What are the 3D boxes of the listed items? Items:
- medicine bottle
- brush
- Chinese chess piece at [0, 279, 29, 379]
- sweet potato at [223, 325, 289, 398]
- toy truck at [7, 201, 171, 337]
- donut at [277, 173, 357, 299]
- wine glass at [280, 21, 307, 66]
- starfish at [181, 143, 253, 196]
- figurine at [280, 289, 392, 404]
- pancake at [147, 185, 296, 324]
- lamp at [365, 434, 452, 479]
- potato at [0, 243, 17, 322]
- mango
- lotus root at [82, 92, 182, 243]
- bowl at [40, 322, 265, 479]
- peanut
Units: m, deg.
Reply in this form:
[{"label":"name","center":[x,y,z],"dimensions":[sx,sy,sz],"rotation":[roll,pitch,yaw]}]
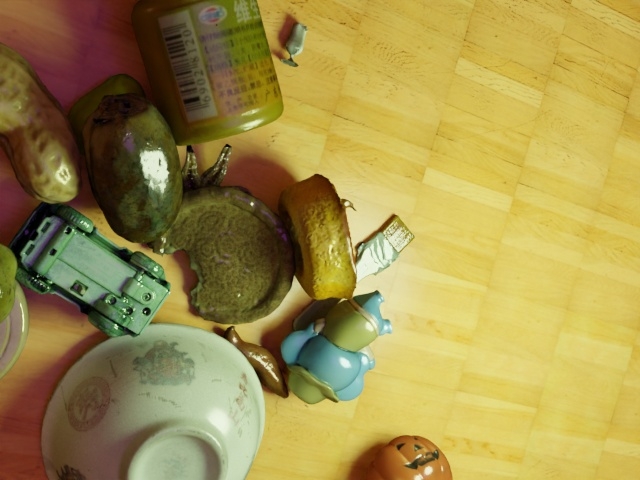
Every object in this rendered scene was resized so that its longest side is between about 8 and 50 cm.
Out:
[{"label":"medicine bottle","center":[-0.215,-0.376,1.515],"dimensions":[0.224,0.224,0.384],"rotation":[-22,106,-21]},{"label":"brush","center":[0.067,0.080,1.827],"dimensions":[0.336,0.020,0.085],"rotation":[-44,113,-14]},{"label":"Chinese chess piece","center":[-0.631,0.140,1.457],"dimensions":[0.273,0.102,0.273],"rotation":[-4,99,-25]},{"label":"sweet potato","center":[-0.125,0.245,1.743],"dimensions":[0.202,0.055,0.058],"rotation":[46,34,-20]},{"label":"toy truck","center":[-0.406,0.054,1.521],"dimensions":[0.279,0.156,0.155],"rotation":[37,81,-25]},{"label":"donut","center":[0.000,-0.002,1.667],"dimensions":[0.118,0.253,0.253],"rotation":[-18,105,-13]},{"label":"wine glass","center":[-0.051,-0.384,1.693],"dimensions":[0.042,0.039,0.083],"rotation":[18,87,-38]},{"label":"starfish","center":[-0.230,-0.082,1.646],"dimensions":[0.213,0.057,0.238],"rotation":[-9,120,-19]},{"label":"figurine","center":[0.044,0.226,1.764],"dimensions":[0.262,0.154,0.180],"rotation":[-36,136,-3]},{"label":"pancake","center":[-0.187,0.032,1.640],"dimensions":[0.286,0.033,0.288],"rotation":[9,114,-6]},{"label":"lamp","center":[0.186,0.510,1.872],"dimensions":[0.188,0.164,0.187],"rotation":[-22,129,-29]},{"label":"potato","center":[-0.590,0.083,1.336],"dimensions":[0.228,0.148,0.197],"rotation":[4,108,-27]},{"label":"mango","center":[-0.374,-0.215,1.535],"dimensions":[0.163,0.089,0.117],"rotation":[-40,116,-15]},{"label":"lotus root","center":[-0.313,-0.113,1.480],"dimensions":[0.160,0.152,0.275],"rotation":[-28,140,-26]},{"label":"bowl","center":[-0.282,0.385,1.585],"dimensions":[0.435,0.196,0.434],"rotation":[-5,104,-20]},{"label":"peanut","center":[-0.500,-0.197,1.435],"dimensions":[0.147,0.147,0.305],"rotation":[-40,102,-15]}]
